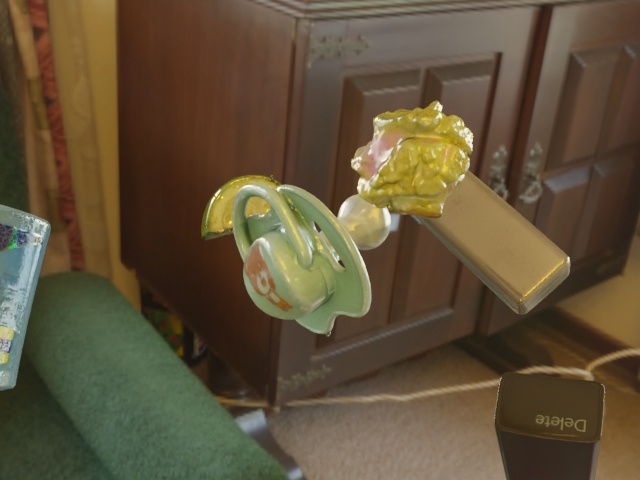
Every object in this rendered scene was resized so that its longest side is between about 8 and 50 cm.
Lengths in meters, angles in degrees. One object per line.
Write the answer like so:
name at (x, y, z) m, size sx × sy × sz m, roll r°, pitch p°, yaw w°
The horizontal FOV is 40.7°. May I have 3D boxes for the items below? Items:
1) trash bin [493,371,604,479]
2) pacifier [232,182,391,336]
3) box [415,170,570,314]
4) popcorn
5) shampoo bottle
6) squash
trash bin at (0.385, 0.338, 1.451) m, size 0.165 × 0.226 × 0.115 m, roll 3°, pitch 48°, yaw 19°
pacifier at (0.000, 0.000, 1.440) m, size 0.269 × 0.288 × 0.343 m, roll -34°, pitch 1°, yaw -30°
box at (0.235, -0.009, 1.230) m, size 0.103 × 0.055 × 0.244 m, roll -41°, pitch 60°, yaw -3°
popcorn at (0.105, -0.090, 0.969) m, size 0.126 × 0.145 × 0.126 m, roll 43°, pitch 36°, yaw -21°
shampoo bottle at (-0.363, 0.093, 0.927) m, size 0.061 × 0.259 × 0.103 m, roll 0°, pitch -15°, yaw 37°
squash at (-0.160, -0.075, 1.797) m, size 0.203 × 0.111 × 0.288 m, roll -14°, pitch 0°, yaw -5°
